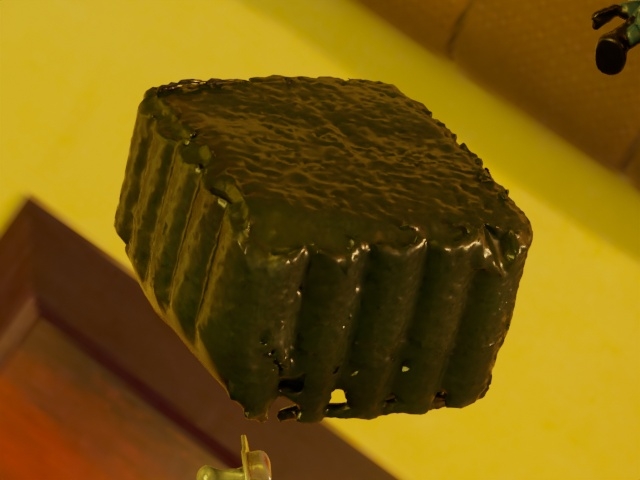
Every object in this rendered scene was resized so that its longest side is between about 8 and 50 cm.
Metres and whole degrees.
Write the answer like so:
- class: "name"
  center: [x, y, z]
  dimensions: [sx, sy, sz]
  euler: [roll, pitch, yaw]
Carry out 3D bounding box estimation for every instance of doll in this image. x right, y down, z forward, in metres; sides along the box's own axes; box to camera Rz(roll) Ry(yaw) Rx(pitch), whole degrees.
- class: "doll"
  center: [0.265, -0.180, 1.289]
  dimensions: [0.096, 0.195, 0.070]
  euler: [20, 132, 19]

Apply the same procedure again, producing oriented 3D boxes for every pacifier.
- class: "pacifier"
  center: [-0.074, 0.207, 1.493]
  dimensions: [0.064, 0.068, 0.083]
  euler: [-6, -164, -1]

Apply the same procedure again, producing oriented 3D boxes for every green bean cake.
- class: "green bean cake"
  center: [0.000, 0.000, 1.620]
  dimensions: [0.335, 0.218, 0.319]
  euler: [1, -149, -25]
